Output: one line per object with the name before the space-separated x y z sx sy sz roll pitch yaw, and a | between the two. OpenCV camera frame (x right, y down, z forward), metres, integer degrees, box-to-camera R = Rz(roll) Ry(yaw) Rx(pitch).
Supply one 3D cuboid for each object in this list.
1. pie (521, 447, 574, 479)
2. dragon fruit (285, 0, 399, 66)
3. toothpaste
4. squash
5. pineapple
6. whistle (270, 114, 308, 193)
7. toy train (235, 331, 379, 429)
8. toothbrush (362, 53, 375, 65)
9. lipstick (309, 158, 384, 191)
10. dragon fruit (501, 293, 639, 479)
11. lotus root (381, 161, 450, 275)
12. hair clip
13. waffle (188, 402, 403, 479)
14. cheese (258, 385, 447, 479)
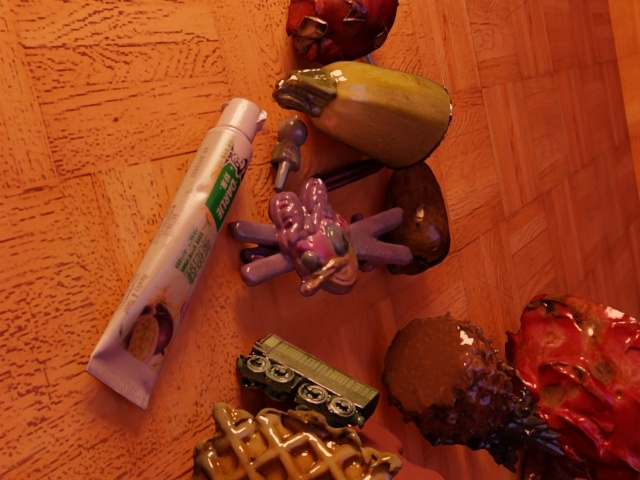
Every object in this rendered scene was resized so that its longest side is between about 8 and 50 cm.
pie | 0.428 0.466 1.474 0.219 0.054 0.205 -48 124 -50
dragon fruit | 0.042 -0.288 0.976 0.246 0.125 0.126 -34 103 -60
toothpaste | -0.125 -0.005 0.728 0.058 0.056 0.315 23 61 -8
squash | 0.060 -0.151 0.931 0.287 0.137 0.137 -1 85 -61
pineapple | 0.217 0.238 1.103 0.364 0.165 0.166 46 48 -46
whistle | -0.036 -0.099 0.887 0.035 0.035 0.100 41 53 -46
toy train | -0.014 0.143 0.784 0.071 0.147 0.038 -26 135 -54
toothbrush | 0.053 -0.273 1.072 0.021 0.024 0.288 -44 119 -54
lipstick | 0.038 -0.085 1.009 0.176 0.027 0.027 -25 105 -57
dragon fruit | 0.462 0.273 1.326 0.249 0.370 0.386 -52 160 -15
lotus root | 0.129 -0.048 1.084 0.108 0.094 0.191 94 -3 -70
hair clip | 0.013 -0.004 0.897 0.278 0.090 0.137 0 76 -57
waffle | -0.029 0.257 0.694 0.054 0.207 0.214 65 38 -77
cheese | 0.033 0.243 0.798 0.128 0.177 0.203 25 65 -53
